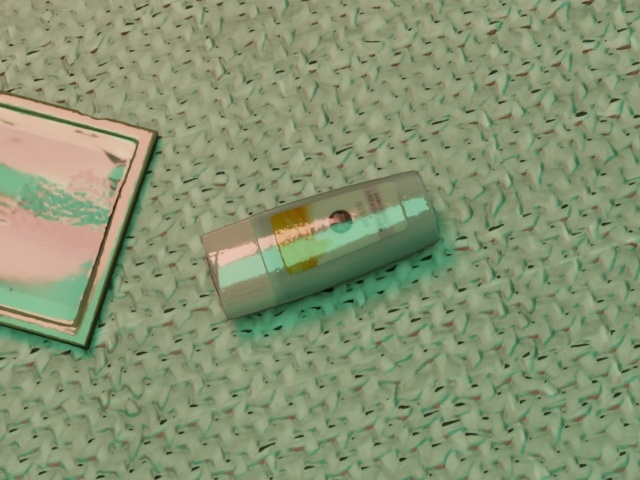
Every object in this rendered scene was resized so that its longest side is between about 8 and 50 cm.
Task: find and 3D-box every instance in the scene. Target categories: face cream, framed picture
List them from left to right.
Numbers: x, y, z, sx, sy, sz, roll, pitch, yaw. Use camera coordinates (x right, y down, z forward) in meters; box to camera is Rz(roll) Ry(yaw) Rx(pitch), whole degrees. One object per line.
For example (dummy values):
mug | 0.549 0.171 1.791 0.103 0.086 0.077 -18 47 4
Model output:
framed picture | -0.315 -0.038 1.039 0.289 0.016 0.213 15 74 4
face cream | 0.000 0.000 0.995 0.198 0.057 0.084 -19 72 -3
